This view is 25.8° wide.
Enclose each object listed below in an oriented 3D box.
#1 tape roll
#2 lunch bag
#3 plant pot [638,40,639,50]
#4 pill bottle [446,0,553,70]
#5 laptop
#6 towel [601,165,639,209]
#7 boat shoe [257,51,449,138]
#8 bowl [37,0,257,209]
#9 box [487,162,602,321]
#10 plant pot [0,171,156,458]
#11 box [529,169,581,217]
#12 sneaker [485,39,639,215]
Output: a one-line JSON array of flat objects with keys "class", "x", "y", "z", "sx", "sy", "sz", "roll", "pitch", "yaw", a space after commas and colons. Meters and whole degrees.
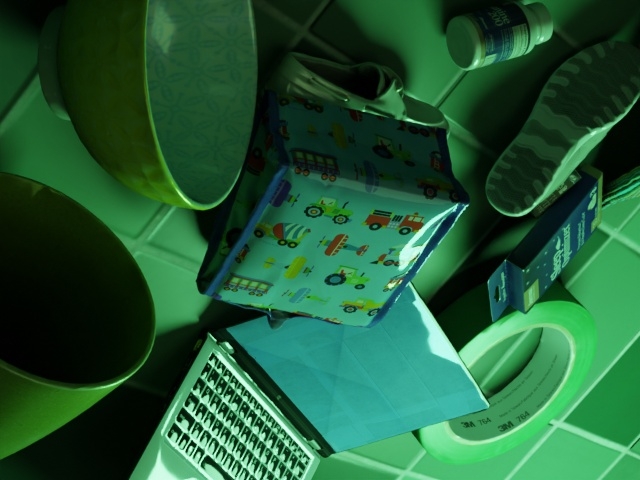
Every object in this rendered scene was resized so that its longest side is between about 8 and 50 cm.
[{"class": "tape roll", "x": 0.266, "y": 0.195, "z": 2.110, "sx": 0.321, "sy": 0.077, "sz": 0.321, "roll": -19, "pitch": 135, "yaw": -21}, {"class": "lunch bag", "x": 0.000, "y": 0.000, "z": 1.590, "sx": 0.221, "sy": 0.138, "sz": 0.293, "roll": 11, "pitch": 130, "yaw": -20}, {"class": "plant pot", "x": 0.546, "y": -0.246, "z": 1.843, "sx": 0.174, "sy": 0.191, "sz": 0.191, "roll": -6, "pitch": 129, "yaw": -39}, {"class": "pill bottle", "x": 0.217, "y": -0.251, "z": 1.687, "sx": 0.120, "sy": 0.067, "sz": 0.067, "roll": -18, "pitch": 135, "yaw": -23}, {"class": "laptop", "x": -0.010, "y": 0.279, "z": 1.846, "sx": 0.408, "sy": 0.236, "sz": 0.382, "roll": -62, "pitch": 143, "yaw": -21}, {"class": "towel", "x": 0.551, "y": -0.122, "z": 1.894, "sx": 0.271, "sy": 0.040, "sz": 0.370, "roll": -16, "pitch": 172, "yaw": -18}, {"class": "boat shoe", "x": 0.054, "y": -0.165, "z": 1.629, "sx": 0.268, "sy": 0.096, "sz": 0.088, "roll": 10, "pitch": 124, "yaw": -32}, {"class": "bowl", "x": -0.181, "y": -0.176, "z": 1.369, "sx": 0.156, "sy": 0.289, "sz": 0.289, "roll": 3, "pitch": 140, "yaw": 18}, {"class": "box", "x": 0.314, "y": 0.013, "z": 1.938, "sx": 0.225, "sy": 0.036, "sz": 0.136, "roll": -47, "pitch": 153, "yaw": -16}, {"class": "plant pot", "x": -0.367, "y": 0.124, "z": 1.470, "sx": 0.275, "sy": 0.274, "sz": 0.293, "roll": 12, "pitch": 133, "yaw": -42}, {"class": "box", "x": 0.311, "y": -0.071, "z": 1.916, "sx": 0.083, "sy": 0.067, "sz": 0.018, "roll": -42, "pitch": 106, "yaw": 2}, {"class": "sneaker", "x": 0.319, "y": -0.150, "z": 1.854, "sx": 0.281, "sy": 0.105, "sz": 0.115, "roll": -46, "pitch": 171, "yaw": 3}]
